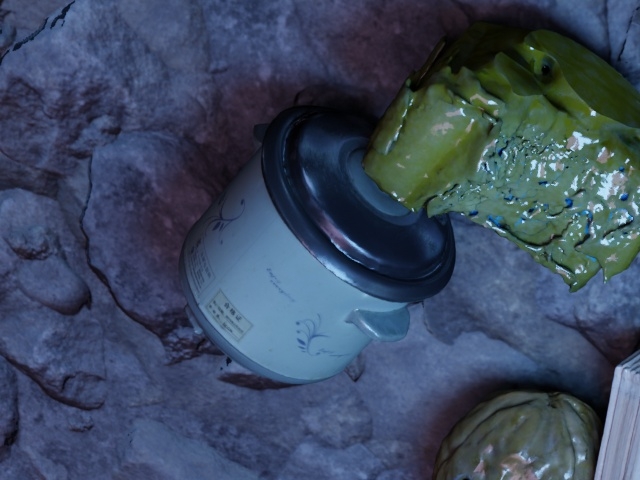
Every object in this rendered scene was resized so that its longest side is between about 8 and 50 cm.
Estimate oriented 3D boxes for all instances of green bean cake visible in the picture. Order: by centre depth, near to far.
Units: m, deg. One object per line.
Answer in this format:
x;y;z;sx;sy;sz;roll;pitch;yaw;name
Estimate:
0.225;-0.092;1.791;0.310;0.285;0.202;35;117;-1;green bean cake

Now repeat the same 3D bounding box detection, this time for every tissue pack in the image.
0.376;0.260;1.973;0.071;0.170;0.325;27;125;36;tissue pack

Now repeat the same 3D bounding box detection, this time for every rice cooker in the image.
0.000;0.000;1.933;0.317;0.264;0.316;-1;89;46;rice cooker

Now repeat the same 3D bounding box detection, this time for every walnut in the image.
0.229;0.280;2.027;0.198;0.198;0.245;26;118;6;walnut
